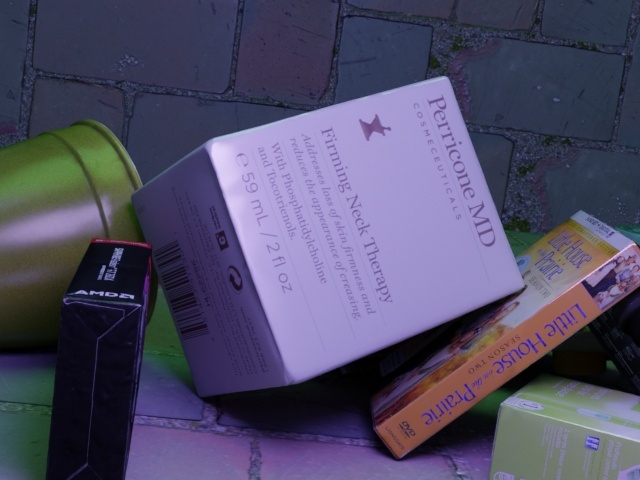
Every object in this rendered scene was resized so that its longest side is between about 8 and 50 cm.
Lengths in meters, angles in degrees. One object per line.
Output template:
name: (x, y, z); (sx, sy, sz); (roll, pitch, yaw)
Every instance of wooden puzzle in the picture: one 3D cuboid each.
wooden puzzle: (0.402, 0.186, 2.007); (0.322, 0.080, 0.348); (-1, 0, 25)

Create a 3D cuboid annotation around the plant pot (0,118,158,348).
plant pot: (-0.495, 0.016, 1.732); (0.353, 0.366, 0.366); (-13, 20, -34)

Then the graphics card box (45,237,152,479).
graphics card box: (-0.266, 0.141, 1.381); (0.094, 0.232, 0.371); (7, 9, -7)

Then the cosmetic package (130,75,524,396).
cosmetic package: (0.000, 0.000, 1.595); (0.394, 0.329, 0.327); (-20, -1, -29)

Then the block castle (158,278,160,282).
block castle: (-0.106, 0.006, 2.389); (0.453, 0.212, 0.303); (11, 10, 21)

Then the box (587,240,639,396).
box: (0.536, 0.158, 1.804); (0.322, 0.079, 0.257); (58, 27, 15)

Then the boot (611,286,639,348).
boot: (0.554, 0.188, 1.521); (0.348, 0.131, 0.260); (26, 29, -47)

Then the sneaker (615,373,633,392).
sneaker: (0.578, 0.238, 1.948); (0.065, 0.076, 0.166); (2, 11, -27)

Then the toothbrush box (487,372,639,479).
toothbrush box: (0.383, 0.275, 1.434); (0.283, 0.122, 0.206); (14, 11, 25)

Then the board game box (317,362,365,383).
board game box: (-0.009, 0.112, 1.862); (0.136, 0.030, 0.259); (-1, 57, -53)

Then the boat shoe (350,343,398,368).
boat shoe: (0.111, 0.194, 1.818); (0.233, 0.079, 0.084); (4, -17, -40)

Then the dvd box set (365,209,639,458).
dvd box set: (0.251, 0.121, 1.599); (0.420, 0.062, 0.307); (-37, 8, 6)

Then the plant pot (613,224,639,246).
plant pot: (0.711, 0.096, 2.433); (0.293, 0.235, 0.293); (7, 10, -1)
